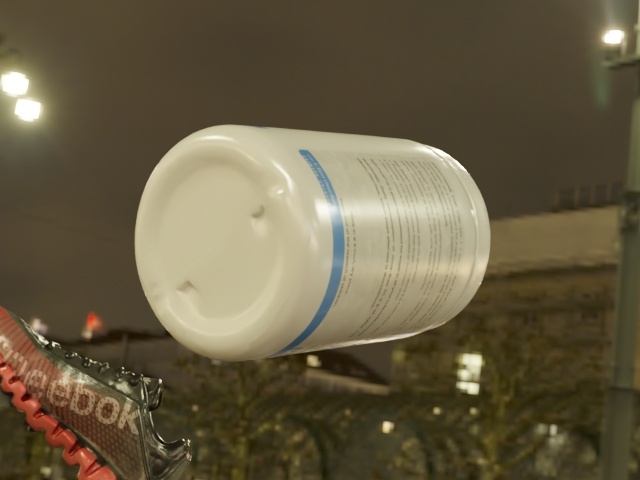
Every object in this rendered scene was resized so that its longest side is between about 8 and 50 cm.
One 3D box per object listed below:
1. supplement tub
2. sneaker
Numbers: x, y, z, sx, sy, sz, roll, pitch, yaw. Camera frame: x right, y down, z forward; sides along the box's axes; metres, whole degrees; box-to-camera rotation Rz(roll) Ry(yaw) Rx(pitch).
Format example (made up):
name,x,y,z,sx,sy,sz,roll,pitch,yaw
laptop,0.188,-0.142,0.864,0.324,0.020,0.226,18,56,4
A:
name,x,y,z,sx,sy,sz,roll,pitch,yaw
supplement tub,0.000,0.000,0.415,0.071,0.071,0.107,-3,-2,37
sneaker,-0.234,0.156,1.290,0.276,0.135,0.097,48,-8,3
